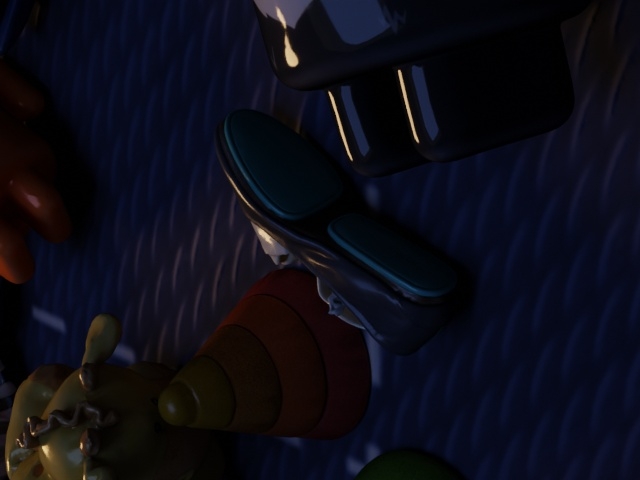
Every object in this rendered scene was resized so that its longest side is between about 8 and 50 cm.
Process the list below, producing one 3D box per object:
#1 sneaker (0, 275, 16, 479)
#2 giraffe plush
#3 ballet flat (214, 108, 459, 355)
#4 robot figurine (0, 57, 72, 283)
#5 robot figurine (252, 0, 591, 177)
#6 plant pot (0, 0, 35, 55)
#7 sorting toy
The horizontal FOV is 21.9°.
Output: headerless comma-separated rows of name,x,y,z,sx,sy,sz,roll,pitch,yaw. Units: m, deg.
sneaker,-0.295,0.111,1.337,0.323,0.130,0.236,46,128,19
giraffe plush,-0.143,0.137,1.106,0.181,0.210,0.170,58,144,18
ballet flat,0.000,0.000,1.016,0.203,0.074,0.074,41,131,28
robot figurine,-0.288,-0.061,1.249,0.219,0.128,0.158,36,111,15
robot figurine,0.035,-0.176,0.827,0.209,0.173,0.278,-14,95,17
plant pot,-0.311,-0.255,1.151,0.236,0.212,0.236,50,135,24
sorting toy,0.013,0.188,1.029,0.365,0.126,0.127,56,137,18
